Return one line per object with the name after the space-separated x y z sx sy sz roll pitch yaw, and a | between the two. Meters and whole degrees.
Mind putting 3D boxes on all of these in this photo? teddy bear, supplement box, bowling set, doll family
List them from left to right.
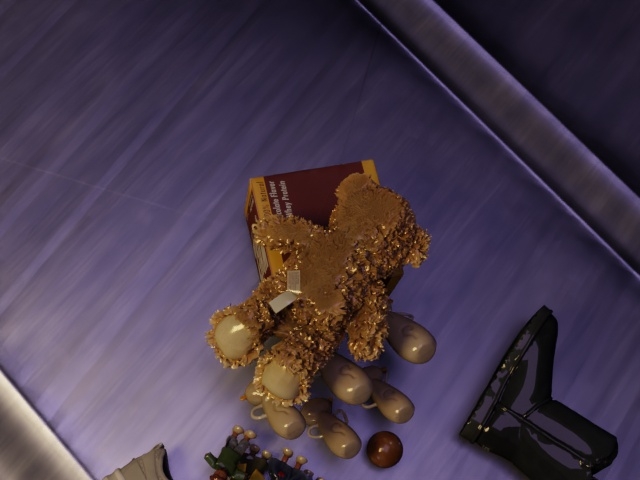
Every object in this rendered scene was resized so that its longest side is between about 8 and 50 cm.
-0.076 0.351 1.372 0.193 0.076 0.111 22 49 6 | doll family
-0.002 0.070 1.344 0.245 0.113 0.338 19 71 15 | teddy bear
0.000 0.000 1.487 0.194 0.129 0.191 -10 71 -12 | supplement box
0.036 0.235 1.419 0.287 0.200 0.154 -25 33 -19 | bowling set

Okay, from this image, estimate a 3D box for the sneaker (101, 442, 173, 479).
-0.173 0.396 1.321 0.115 0.105 0.281 -42 79 -13 | sneaker

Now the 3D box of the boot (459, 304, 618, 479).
0.353 0.248 1.458 0.207 0.094 0.246 31 75 8 | boot
